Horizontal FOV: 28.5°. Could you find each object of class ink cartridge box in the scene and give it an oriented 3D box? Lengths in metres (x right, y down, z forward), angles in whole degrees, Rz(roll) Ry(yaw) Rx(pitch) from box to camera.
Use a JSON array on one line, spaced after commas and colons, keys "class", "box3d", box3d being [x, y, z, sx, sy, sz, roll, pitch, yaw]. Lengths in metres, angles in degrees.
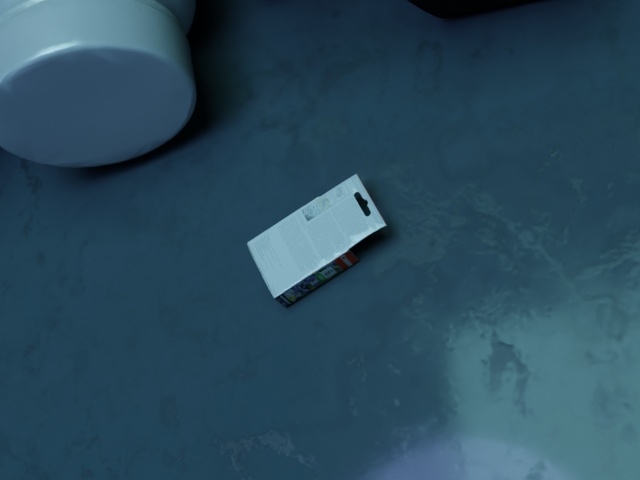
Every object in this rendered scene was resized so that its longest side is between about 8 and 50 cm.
[{"class": "ink cartridge box", "box3d": [0.000, 0.000, 1.081, 0.115, 0.029, 0.063, -32, 60, 7]}]

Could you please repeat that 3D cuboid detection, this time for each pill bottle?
[{"class": "pill bottle", "box3d": [-0.240, -0.282, 1.188, 0.224, 0.224, 0.392, -21, 63, 15]}]

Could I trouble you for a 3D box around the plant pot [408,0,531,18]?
[{"class": "plant pot", "box3d": [0.133, -0.290, 1.055, 0.188, 0.167, 0.188, -9, 66, 13]}]
